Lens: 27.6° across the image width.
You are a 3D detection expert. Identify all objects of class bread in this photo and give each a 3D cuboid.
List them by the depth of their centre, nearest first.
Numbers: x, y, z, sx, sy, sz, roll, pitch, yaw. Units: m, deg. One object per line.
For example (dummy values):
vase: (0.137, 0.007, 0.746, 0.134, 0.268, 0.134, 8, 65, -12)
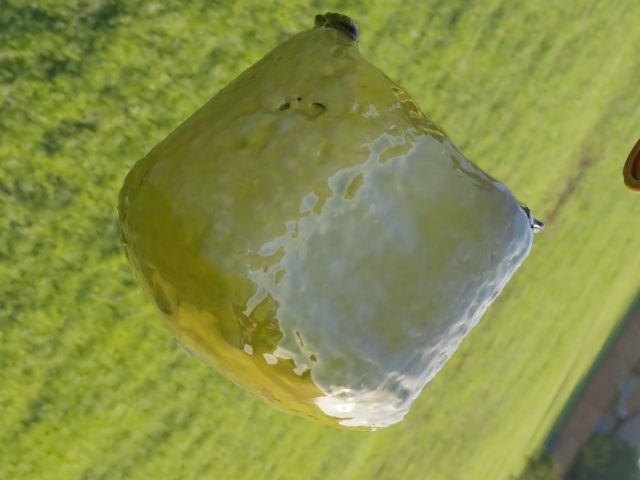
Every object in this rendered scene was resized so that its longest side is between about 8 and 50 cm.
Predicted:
bread: (-0.003, 0.000, 0.653, 0.170, 0.197, 0.197, -46, 165, -5)

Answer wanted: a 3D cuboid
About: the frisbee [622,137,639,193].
frisbee: (0.361, -0.105, 1.197, 0.192, 0.035, 0.192, -43, -169, 11)
